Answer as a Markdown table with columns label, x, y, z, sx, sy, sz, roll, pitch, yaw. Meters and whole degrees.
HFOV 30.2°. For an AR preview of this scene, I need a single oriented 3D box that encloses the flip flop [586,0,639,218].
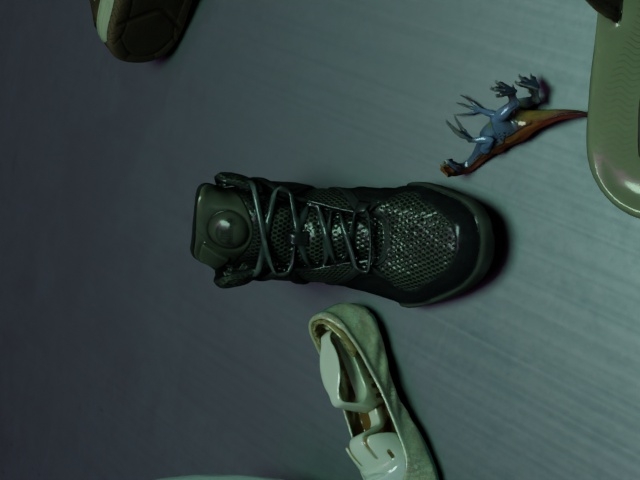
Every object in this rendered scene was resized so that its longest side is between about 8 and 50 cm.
| label | x | y | z | sx | sy | sz | roll | pitch | yaw |
| --- | --- | --- | --- | --- | --- | --- | --- | --- | --- |
| flip flop | 0.160 | -0.132 | 0.570 | 0.112 | 0.080 | 0.277 | 23 | 125 | 41 |

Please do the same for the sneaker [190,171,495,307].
| label | x | y | z | sx | sy | sz | roll | pitch | yaw |
| --- | --- | --- | --- | --- | --- | --- | --- | --- | --- |
| sneaker | 0.000 | 0.000 | 0.798 | 0.228 | 0.130 | 0.087 | 10 | 101 | 42 |

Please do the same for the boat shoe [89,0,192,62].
| label | x | y | z | sx | sy | sz | roll | pitch | yaw |
| --- | --- | --- | --- | --- | --- | --- | --- | --- | --- |
| boat shoe | -0.128 | -0.269 | 0.934 | 0.095 | 0.095 | 0.257 | 55 | 127 | 35 |

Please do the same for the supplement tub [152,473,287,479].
| label | x | y | z | sx | sy | sz | roll | pitch | yaw |
| --- | --- | --- | --- | --- | --- | --- | --- | --- | --- |
| supplement tub | -0.059 | 0.345 | 0.784 | 0.241 | 0.241 | 0.331 | 13 | 97 | 43 |

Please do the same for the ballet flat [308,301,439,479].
| label | x | y | z | sx | sy | sz | roll | pitch | yaw |
| --- | --- | --- | --- | --- | --- | --- | --- | --- | --- |
| ballet flat | 0.031 | 0.124 | 0.824 | 0.057 | 0.052 | 0.168 | -36 | 68 | 40 |

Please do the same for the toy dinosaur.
| label | x | y | z | sx | sy | sz | roll | pitch | yaw |
| --- | --- | --- | --- | --- | --- | --- | --- | --- | --- |
| toy dinosaur | 0.110 | -0.064 | 0.749 | 0.090 | 0.047 | 0.082 | 37 | 136 | 25 |
